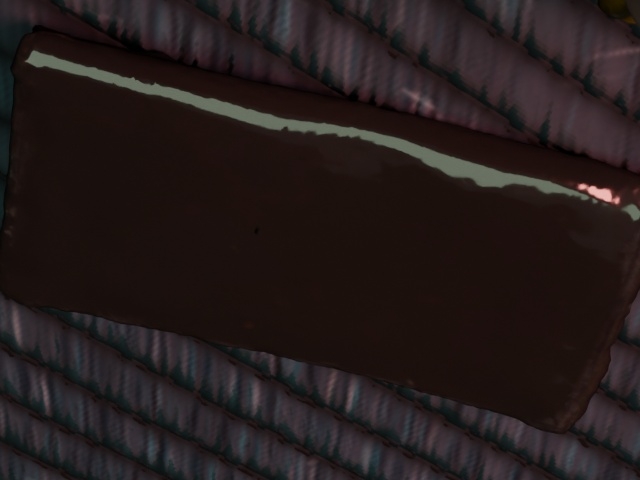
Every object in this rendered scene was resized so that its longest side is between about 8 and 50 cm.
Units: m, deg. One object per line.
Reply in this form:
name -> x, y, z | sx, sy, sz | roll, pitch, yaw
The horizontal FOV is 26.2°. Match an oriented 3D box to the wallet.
wallet -> 0.000, 0.001, 0.610 | 0.285, 0.030, 0.146 | 13, 124, -4

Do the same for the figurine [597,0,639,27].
figurine -> 0.117, -0.145, 0.435 | 0.287, 0.176, 0.186 | 17, 170, 13
